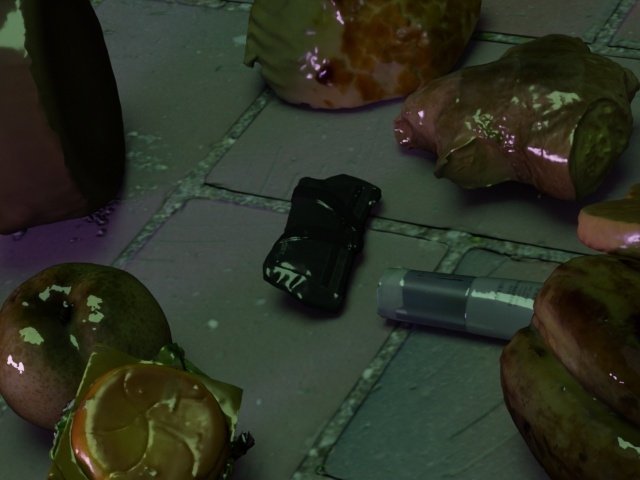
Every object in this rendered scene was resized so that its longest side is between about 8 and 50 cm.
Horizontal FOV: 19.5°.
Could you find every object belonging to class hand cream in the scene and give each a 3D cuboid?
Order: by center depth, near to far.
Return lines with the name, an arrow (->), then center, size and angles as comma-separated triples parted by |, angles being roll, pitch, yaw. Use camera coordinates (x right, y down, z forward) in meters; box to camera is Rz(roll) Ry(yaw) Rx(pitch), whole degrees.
hand cream -> 0.175, 0.061, 1.698 | 0.255, 0.048, 0.079 | 9, 49, 24

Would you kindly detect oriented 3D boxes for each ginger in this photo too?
ginger -> 0.187, -0.130, 1.869 | 0.270, 0.123, 0.219 | 15, 49, 33

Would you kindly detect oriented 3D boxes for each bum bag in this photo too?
bum bag -> 0.000, 0.000, 1.834 | 0.087, 0.049, 0.198 | 18, 42, 2

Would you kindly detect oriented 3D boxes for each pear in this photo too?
pear -> -0.220, 0.096, 1.709 | 0.167, 0.137, 0.167 | -8, 43, 7

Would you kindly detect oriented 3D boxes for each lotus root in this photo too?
lotus root -> 0.258, 0.134, 1.472 | 0.193, 0.193, 0.291 | -30, 40, -19

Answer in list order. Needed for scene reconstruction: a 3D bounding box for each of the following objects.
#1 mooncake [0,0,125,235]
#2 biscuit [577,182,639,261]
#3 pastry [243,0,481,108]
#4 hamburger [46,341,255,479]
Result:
mooncake -> -0.316, -0.150, 1.939 | 0.155, 0.284, 0.284 | -11, 38, 9
biscuit -> 0.400, -0.022, 1.641 | 0.376, 0.051, 0.269 | -9, 13, -26
pastry -> 0.041, -0.276, 2.068 | 0.236, 0.170, 0.256 | 12, 50, 35
hamburger -> -0.149, 0.177, 1.596 | 0.164, 0.093, 0.189 | 27, 58, 3
